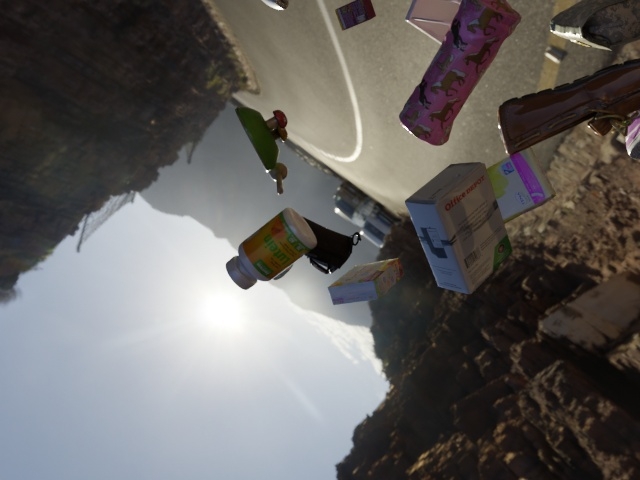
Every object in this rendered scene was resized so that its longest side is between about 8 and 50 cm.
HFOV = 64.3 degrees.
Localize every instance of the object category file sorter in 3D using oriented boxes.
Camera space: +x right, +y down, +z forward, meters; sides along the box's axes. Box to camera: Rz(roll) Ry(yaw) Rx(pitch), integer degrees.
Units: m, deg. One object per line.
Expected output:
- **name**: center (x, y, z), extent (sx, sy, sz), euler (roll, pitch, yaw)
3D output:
- **file sorter**: center (0.417, -0.729, 1.480), extent (0.193, 0.277, 0.173), euler (11, -162, -40)

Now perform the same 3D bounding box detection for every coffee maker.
- **coffee maker**: center (0.000, 0.000, 1.561), extent (0.178, 0.171, 0.120), euler (23, -154, -22)

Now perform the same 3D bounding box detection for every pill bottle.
- **pill bottle**: center (-0.143, 0.031, 1.432), extent (0.136, 0.246, 0.136), euler (49, -167, -16)

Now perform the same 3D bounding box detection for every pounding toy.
- **pounding toy**: center (-0.122, -0.263, 1.346), extent (0.236, 0.110, 0.183), euler (62, 180, -22)

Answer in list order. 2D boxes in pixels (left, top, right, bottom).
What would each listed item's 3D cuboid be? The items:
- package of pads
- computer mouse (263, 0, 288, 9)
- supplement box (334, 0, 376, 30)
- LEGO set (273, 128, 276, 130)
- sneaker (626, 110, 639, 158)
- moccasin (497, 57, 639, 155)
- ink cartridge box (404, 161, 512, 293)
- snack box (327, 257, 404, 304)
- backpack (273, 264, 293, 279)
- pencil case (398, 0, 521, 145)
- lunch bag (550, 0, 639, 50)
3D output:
- **package of pads**: center (0.745, -0.199, 2.019), extent (0.101, 0.297, 0.229), euler (-9, -108, -55)
- **computer mouse**: center (-0.108, -0.507, 0.958), extent (0.106, 0.042, 0.192), euler (20, -127, -54)
- **supplement box**: center (0.086, -0.562, 1.259), extent (0.083, 0.043, 0.054), euler (-6, 118, 36)
- **LEGO set**: center (-0.125, -0.334, 1.536), extent (0.083, 0.054, 0.023), euler (105, 143, -64)
- **sneaker**: center (1.152, -0.431, 1.763), extent (0.102, 0.161, 0.282), euler (11, 151, -5)
- **moccasin**: center (0.565, -0.268, 1.043), extent (0.139, 0.380, 0.146), euler (-7, -96, -68)
- **ink cartridge box**: center (0.271, -0.027, 0.985), extent (0.087, 0.153, 0.208), euler (12, 133, 55)
- **snack box**: center (0.150, 0.133, 1.659), extent (0.207, 0.175, 0.070), euler (-29, -76, -54)
- **backpack**: center (-0.192, 0.067, 2.147), extent (0.144, 0.166, 0.188), euler (35, -153, -37)
- **pencil case**: center (0.348, -0.436, 1.302), extent (0.160, 0.386, 0.167), euler (8, -138, -22)
- **lunch bag**: center (0.954, -0.741, 1.714), extent (0.235, 0.287, 0.168), euler (-95, -14, -62)
